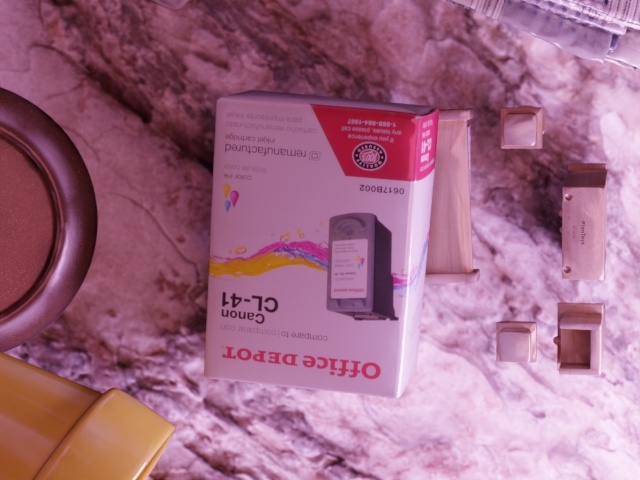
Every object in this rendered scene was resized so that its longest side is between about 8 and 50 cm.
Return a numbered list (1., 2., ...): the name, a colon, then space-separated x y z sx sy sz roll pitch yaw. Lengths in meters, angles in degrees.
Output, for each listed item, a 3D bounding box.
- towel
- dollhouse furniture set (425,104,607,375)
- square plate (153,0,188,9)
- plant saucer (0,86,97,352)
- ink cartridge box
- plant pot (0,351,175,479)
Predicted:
1. towel: 0.295 -0.385 1.670 0.312 0.056 0.324 17 93 -14
2. dollhouse furniture set: 0.151 -0.006 1.681 0.356 0.174 0.303 0 99 13
3. square plate: -0.201 -0.428 1.450 0.347 0.049 0.344 24 118 -26
4. plant saucer: -0.395 -0.019 1.558 0.311 0.050 0.310 -1 96 -12
5. ink cartridge box: 0.000 0.000 1.559 0.226 0.131 0.306 5 99 11
6. plant pot: -0.317 0.232 1.514 0.239 0.254 0.254 35 88 2
